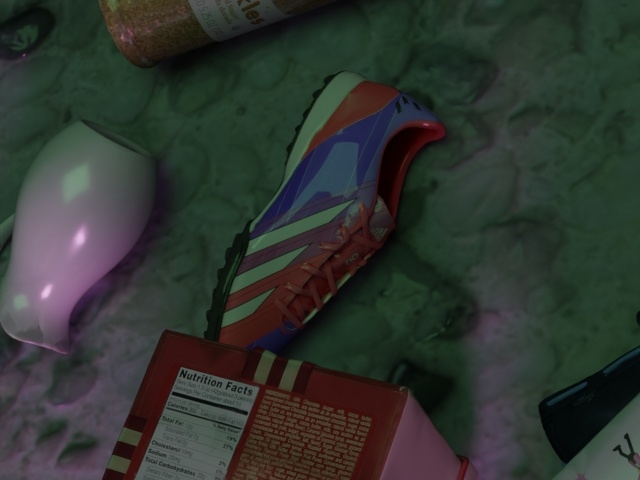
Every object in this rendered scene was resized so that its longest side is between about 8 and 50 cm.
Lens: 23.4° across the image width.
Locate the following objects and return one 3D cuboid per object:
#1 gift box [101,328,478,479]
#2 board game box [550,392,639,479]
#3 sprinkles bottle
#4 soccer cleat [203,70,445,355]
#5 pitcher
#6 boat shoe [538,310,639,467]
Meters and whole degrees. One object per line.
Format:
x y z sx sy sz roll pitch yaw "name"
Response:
-0.042 0.251 1.240 0.255 0.258 0.276 16 72 26 "gift box"
0.222 0.241 1.109 0.224 0.303 0.097 -45 62 3 "board game box"
-0.038 -0.275 1.498 0.355 0.121 0.121 -17 67 17 "sprinkles bottle"
0.000 0.000 1.400 0.116 0.108 0.318 23 80 23 "soccer cleat"
-0.258 -0.019 1.513 0.178 0.125 0.207 35 100 43 "pitcher"
0.283 0.085 1.251 0.258 0.109 0.089 -37 59 5 "boat shoe"
